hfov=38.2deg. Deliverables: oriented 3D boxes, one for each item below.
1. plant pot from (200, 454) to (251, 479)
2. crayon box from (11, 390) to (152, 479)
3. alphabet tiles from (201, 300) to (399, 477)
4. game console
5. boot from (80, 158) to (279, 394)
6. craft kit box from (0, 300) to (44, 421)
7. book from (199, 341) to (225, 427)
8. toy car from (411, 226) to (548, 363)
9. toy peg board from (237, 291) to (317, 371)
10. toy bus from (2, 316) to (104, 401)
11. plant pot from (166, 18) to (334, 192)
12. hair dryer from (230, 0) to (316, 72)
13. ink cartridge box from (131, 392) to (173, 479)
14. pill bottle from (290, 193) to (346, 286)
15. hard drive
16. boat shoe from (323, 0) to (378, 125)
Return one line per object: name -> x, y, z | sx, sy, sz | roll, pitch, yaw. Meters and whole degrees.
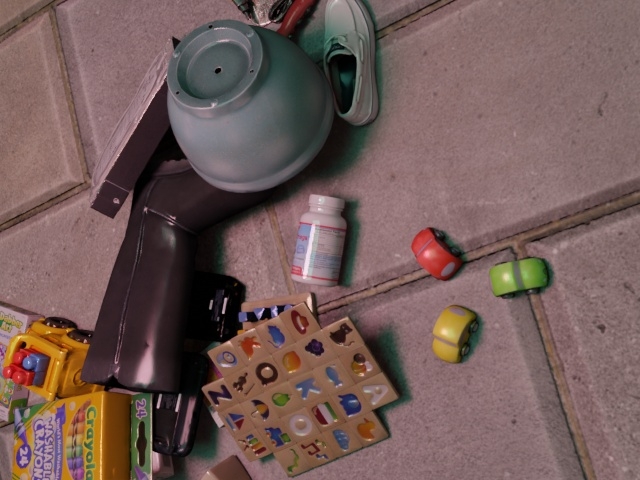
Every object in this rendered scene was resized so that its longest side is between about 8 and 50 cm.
plant pot -> -0.182, 0.488, 1.741 | 0.096, 0.109, 0.109 | 40, 106, 15
crayon box -> -0.473, 0.412, 1.814 | 0.323, 0.083, 0.203 | -16, 68, 31
alphabet tiles -> -0.042, 0.272, 1.655 | 0.342, 0.011, 0.285 | -29, 98, 26
game console -> -0.275, 0.236, 1.810 | 0.213, 0.044, 0.361 | 2, 75, 33
boot -> -0.261, 0.069, 1.734 | 0.367, 0.146, 0.445 | -4, 66, 42
craft kit box -> -0.761, 0.264, 2.133 | 0.250, 0.061, 0.246 | 12, 90, 31
book -> -0.194, 0.278, 1.804 | 0.096, 0.035, 0.144 | -41, 68, 19
toy car -> 0.262, 0.073, 1.533 | 0.225, 0.053, 0.239 | -16, 78, 29
toy peg board -> -0.090, 0.185, 1.721 | 0.161, 0.079, 0.160 | -11, 81, 29
toy bus -> -0.585, 0.253, 1.937 | 0.220, 0.211, 0.149 | 20, 98, 32
plant pot -> -0.145, -0.254, 1.588 | 0.293, 0.196, 0.293 | -7, 66, 17
hair dryer -> -0.069, -0.409, 1.755 | 0.224, 0.080, 0.293 | -22, 76, 27
ink cartridge box -> -0.411, 0.419, 1.873 | 0.225, 0.056, 0.181 | -24, 62, 20
pill bottle -> 0.000, 0.000, 1.676 | 0.087, 0.087, 0.160 | 9, 90, 31
hard drive -> -0.355, -0.232, 1.841 | 0.339, 0.064, 0.237 | -55, 22, 14
boat shoe -> 0.048, -0.338, 1.676 | 0.095, 0.084, 0.258 | -19, 77, 29
